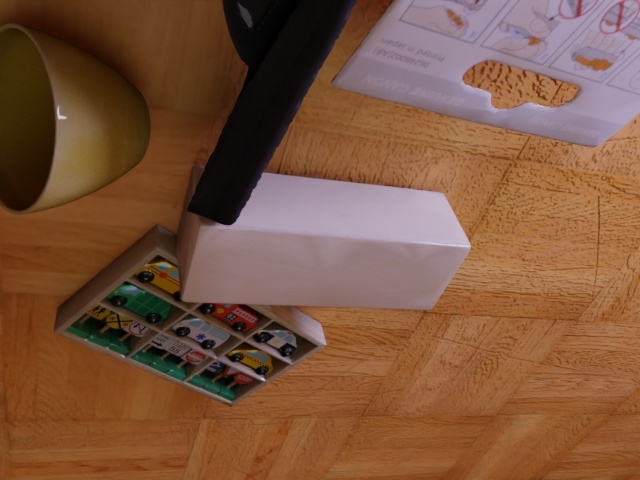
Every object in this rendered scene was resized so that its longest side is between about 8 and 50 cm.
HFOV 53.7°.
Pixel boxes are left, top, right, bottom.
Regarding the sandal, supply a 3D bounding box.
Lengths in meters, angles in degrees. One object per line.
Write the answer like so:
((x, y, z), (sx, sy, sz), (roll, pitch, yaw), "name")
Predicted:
((-0.023, -0.192, 0.402), (0.107, 0.167, 0.445), (24, 125, -12), "sandal")

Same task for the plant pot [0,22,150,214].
((-0.190, -0.090, 0.485), (0.095, 0.134, 0.134), (-9, 143, -49), "plant pot")

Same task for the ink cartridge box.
((0.213, -0.233, 0.400), (0.308, 0.091, 0.385), (4, 144, -32), "ink cartridge box")

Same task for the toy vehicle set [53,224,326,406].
((-0.141, 0.102, 0.735), (0.166, 0.035, 0.267), (-37, 132, 20), "toy vehicle set")

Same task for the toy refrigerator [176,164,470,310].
((0.000, 0.000, 0.635), (0.270, 0.094, 0.102), (4, 134, -21), "toy refrigerator")
